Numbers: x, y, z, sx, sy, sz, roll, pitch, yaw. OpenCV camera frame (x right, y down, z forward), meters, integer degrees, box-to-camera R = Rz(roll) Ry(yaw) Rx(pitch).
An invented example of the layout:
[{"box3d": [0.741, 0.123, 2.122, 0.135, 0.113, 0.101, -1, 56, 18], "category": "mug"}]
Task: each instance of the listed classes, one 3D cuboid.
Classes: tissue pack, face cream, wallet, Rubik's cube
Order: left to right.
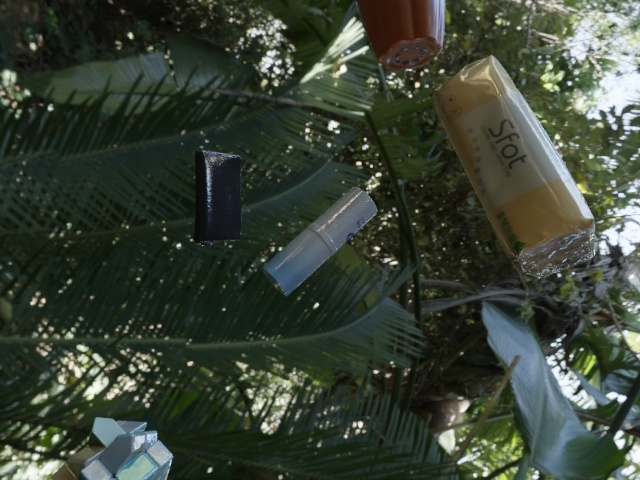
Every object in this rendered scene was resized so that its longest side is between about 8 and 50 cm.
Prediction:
[{"box3d": [-0.517, 0.563, 1.125, 0.212, 0.224, 0.266, 37, -56, 19], "category": "Rubik's cube"}, {"box3d": [-0.269, -0.109, 1.200, 0.044, 0.149, 0.251, 3, -85, 41], "category": "wallet"}, {"box3d": [0.000, 0.000, 0.896, 0.077, 0.250, 0.077, 45, -14, 14], "category": "face cream"}, {"box3d": [0.223, -0.076, 0.520, 0.090, 0.186, 0.223, -27, -117, 24], "category": "tissue pack"}]

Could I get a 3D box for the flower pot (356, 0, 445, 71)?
[{"box3d": [0.174, -0.460, 0.939, 0.190, 0.190, 0.174, -24, -108, 60], "category": "flower pot"}]
